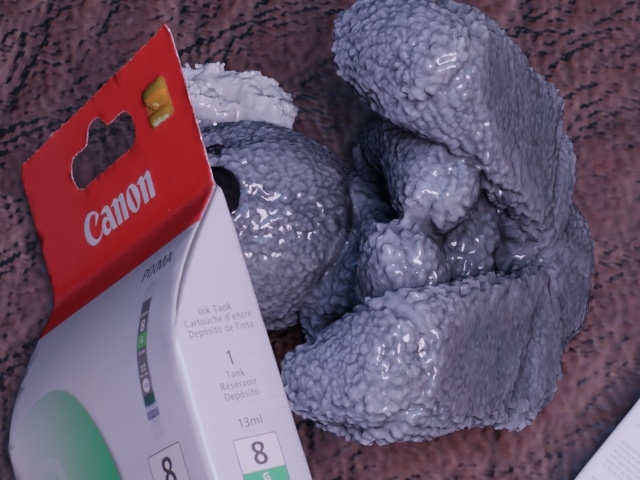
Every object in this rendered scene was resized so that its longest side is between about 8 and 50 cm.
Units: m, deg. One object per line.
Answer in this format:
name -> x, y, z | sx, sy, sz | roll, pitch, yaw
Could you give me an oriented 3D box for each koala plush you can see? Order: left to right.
koala plush -> 0.000, 0.000, 0.880 | 0.221, 0.203, 0.196 | 3, 80, 29

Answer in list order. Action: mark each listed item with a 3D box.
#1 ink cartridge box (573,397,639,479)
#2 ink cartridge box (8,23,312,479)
ink cartridge box -> 0.173, 0.162, 0.862 | 0.145, 0.045, 0.179 | 40, 95, 17
ink cartridge box -> -0.095, 0.042, 0.836 | 0.056, 0.181, 0.224 | -11, 77, -36
